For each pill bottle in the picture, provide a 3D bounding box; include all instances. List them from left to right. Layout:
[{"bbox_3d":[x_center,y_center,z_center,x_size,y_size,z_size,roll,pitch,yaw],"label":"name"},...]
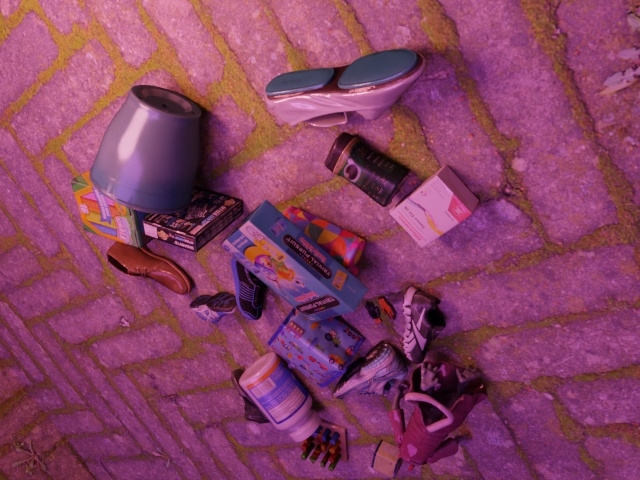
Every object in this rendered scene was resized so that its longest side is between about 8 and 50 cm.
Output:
[{"bbox_3d":[-0.122,0.506,1.888,0.152,0.152,0.272,-30,102,41],"label":"pill bottle"}]

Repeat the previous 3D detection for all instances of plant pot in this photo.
[{"bbox_3d":[-0.428,-0.249,1.523,0.271,0.271,0.255,31,116,11],"label":"plant pot"}]

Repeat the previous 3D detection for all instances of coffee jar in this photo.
[{"bbox_3d":[0.101,-0.164,1.347,0.184,0.079,0.096,35,135,7],"label":"coffee jar"}]

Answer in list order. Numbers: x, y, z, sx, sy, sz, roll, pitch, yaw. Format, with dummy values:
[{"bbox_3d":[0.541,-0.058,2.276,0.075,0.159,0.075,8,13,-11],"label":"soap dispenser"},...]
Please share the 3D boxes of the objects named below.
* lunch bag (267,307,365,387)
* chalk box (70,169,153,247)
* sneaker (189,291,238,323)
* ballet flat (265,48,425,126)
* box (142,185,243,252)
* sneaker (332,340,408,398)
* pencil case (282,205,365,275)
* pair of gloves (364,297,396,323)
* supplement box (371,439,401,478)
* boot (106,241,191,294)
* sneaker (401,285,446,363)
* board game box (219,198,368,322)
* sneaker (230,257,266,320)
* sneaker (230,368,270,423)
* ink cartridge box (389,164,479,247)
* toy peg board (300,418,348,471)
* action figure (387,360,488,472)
[{"bbox_3d":[-0.040,0.327,1.746,0.220,0.138,0.293,37,142,2],"label":"lunch bag"},{"bbox_3d":[-0.548,-0.109,1.731,0.288,0.180,0.179,14,126,23],"label":"chalk box"},{"bbox_3d":[-0.329,0.218,1.886,0.211,0.080,0.081,-4,124,45],"label":"sneaker"},{"bbox_3d":[0.060,-0.313,1.260,0.399,0.139,0.139,1,120,37],"label":"ballet flat"},{"bbox_3d":[-0.342,-0.064,1.600,0.175,0.220,0.051,17,127,22],"label":"box"},{"bbox_3d":[0.139,0.406,1.687,0.122,0.110,0.283,41,133,-3],"label":"sneaker"},{"bbox_3d":[0.000,0.000,1.511,0.236,0.104,0.105,29,131,16],"label":"pencil case"},{"bbox_3d":[0.162,0.189,1.592,0.083,0.010,0.074,-22,108,43],"label":"pair of gloves"},{"bbox_3d":[0.213,0.691,1.862,0.083,0.056,0.083,20,129,20],"label":"supplement box"},{"bbox_3d":[-0.563,0.102,1.926,0.305,0.115,0.112,31,130,10],"label":"boot"},{"bbox_3d":[0.267,0.230,1.505,0.106,0.078,0.235,11,123,30],"label":"sneaker"},{"bbox_3d":[-0.076,0.066,1.506,0.336,0.079,0.253,41,154,-10],"label":"board game box"},{"bbox_3d":[-0.198,0.143,1.741,0.090,0.081,0.233,10,123,36],"label":"sneaker"},{"bbox_3d":[-0.247,0.550,2.040,0.227,0.087,0.130,47,126,-10],"label":"sneaker"},{"bbox_3d":[0.243,-0.064,1.332,0.115,0.067,0.198,46,133,-3],"label":"ink cartridge box"},{"bbox_3d":[0.003,0.687,1.978,0.161,0.079,0.161,12,126,25],"label":"toy peg board"},{"bbox_3d":[0.297,0.500,1.554,0.247,0.276,0.371,24,116,10],"label":"action figure"}]
